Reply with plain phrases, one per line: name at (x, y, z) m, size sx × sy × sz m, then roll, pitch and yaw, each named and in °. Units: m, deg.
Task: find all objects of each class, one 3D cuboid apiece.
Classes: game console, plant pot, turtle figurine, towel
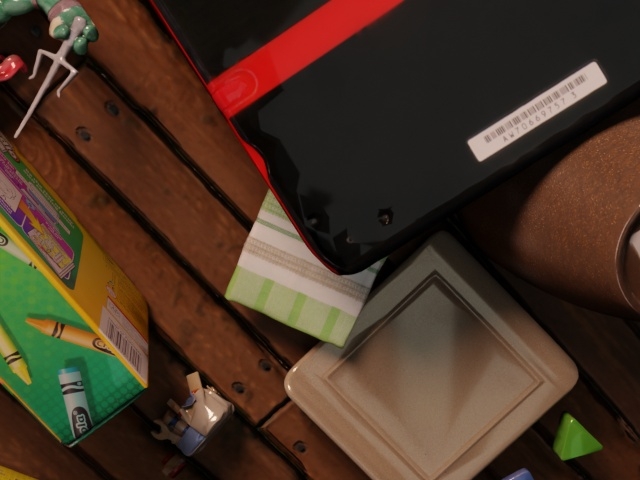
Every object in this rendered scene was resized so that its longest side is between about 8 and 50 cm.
game console at (0.076, -0.209, 0.788) m, size 0.386 × 0.060 × 0.342 m, roll -33°, pitch 97°, yaw 11°
plant pot at (0.230, -0.029, 0.858) m, size 0.215 × 0.230 × 0.215 m, roll -3°, pitch 109°, yaw -7°
turtle figurine at (-0.244, -0.200, 0.788) m, size 0.175 × 0.118 × 0.234 m, roll 14°, pitch 90°, yaw -31°
towel at (0.000, 0.000, 0.928) m, size 0.113 × 0.023 × 0.152 m, roll 25°, pitch 97°, yaw -3°

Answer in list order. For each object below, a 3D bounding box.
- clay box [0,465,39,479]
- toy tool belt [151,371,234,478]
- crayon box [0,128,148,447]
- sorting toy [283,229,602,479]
clay box at (-0.243, 0.285, 0.989) m, size 0.222 × 0.053 × 0.127 m, roll 25°, pitch 104°, yaw -15°
toy tool belt at (-0.118, 0.158, 0.973) m, size 0.051 × 0.052 × 0.083 m, roll 43°, pitch 96°, yaw 12°
crayon box at (-0.241, 0.000, 0.831) m, size 0.081 × 0.165 × 0.278 m, roll -36°, pitch 110°, yaw 5°
sorting toy at (0.094, 0.115, 0.977) m, size 0.196 × 0.047 × 0.348 m, roll -44°, pitch 96°, yaw 3°
